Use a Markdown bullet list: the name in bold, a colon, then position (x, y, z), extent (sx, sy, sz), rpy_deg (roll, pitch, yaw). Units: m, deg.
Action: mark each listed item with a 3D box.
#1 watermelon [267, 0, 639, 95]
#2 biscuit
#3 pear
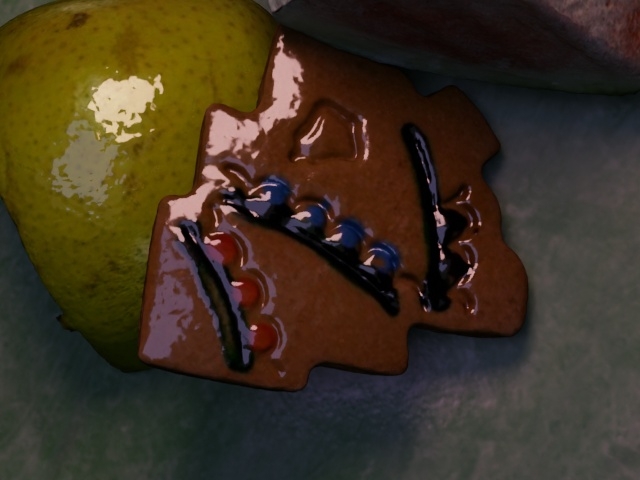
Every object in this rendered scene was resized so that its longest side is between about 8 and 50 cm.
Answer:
- **watermelon**: position (0.108, -0.239, 1.240), extent (0.387, 0.258, 0.228), rpy_deg (19, 78, 3)
- **biscuit**: position (0.000, 0.000, 1.308), extent (0.301, 0.043, 0.278), rpy_deg (-40, 91, -16)
- **pear**: position (-0.115, -0.075, 1.372), extent (0.239, 0.139, 0.288), rpy_deg (-24, 80, 3)
